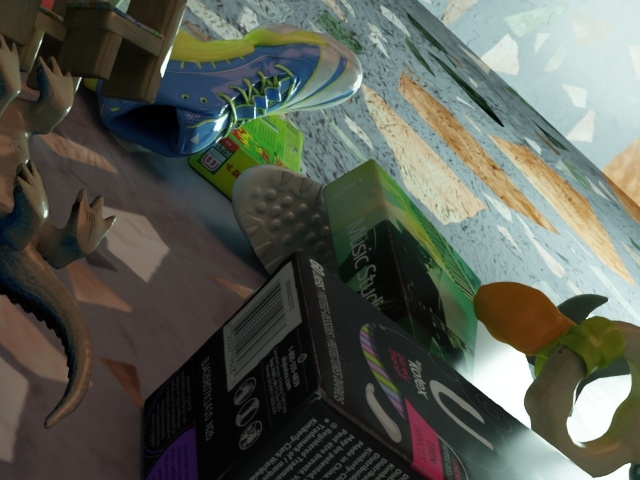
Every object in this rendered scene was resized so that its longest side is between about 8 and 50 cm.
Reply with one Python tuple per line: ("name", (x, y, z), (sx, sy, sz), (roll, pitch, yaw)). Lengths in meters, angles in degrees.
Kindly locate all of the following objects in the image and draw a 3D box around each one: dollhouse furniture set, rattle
("dollhouse furniture set", (-0.218, -0.202, 0.917), (0.242, 0.161, 0.212), (11, -10, 41))
("rattle", (0.210, 0.134, 1.225), (0.143, 0.130, 0.200), (5, -27, 46))

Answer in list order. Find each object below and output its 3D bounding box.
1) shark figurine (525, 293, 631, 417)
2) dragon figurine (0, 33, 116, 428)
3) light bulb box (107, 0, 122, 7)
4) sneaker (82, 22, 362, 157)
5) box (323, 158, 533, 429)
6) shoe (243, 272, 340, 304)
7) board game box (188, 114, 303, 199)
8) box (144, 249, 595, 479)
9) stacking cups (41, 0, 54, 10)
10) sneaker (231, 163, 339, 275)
("shark figurine", (0.290, 0.129, 1.593), (0.166, 0.278, 0.116), (69, 33, -52))
("dragon figurine", (-0.199, -0.016, 0.838), (0.085, 0.144, 0.289), (15, 52, -62))
("light bulb box", (-0.288, -0.409, 1.339), (0.358, 0.225, 0.361), (36, 18, -26))
("sneaker", (-0.078, -0.113, 1.276), (0.240, 0.091, 0.126), (1, 49, -11))
("box", (0.104, 0.112, 1.173), (0.232, 0.058, 0.322), (46, 19, -35))
("shoe", (0.006, 0.072, 1.174), (0.081, 0.063, 0.178), (60, 18, 14))
("board game box", (-0.065, -0.084, 1.405), (0.092, 0.043, 0.181), (40, 17, -13))
("box", (0.044, 0.161, 0.891), (0.270, 0.143, 0.165), (38, 18, -22))
("stacking cups", (-0.295, -0.226, 1.099), (0.316, 0.096, 0.096), (22, 28, -52))
("sneaker", (0.000, 0.000, 1.316), (0.235, 0.090, 0.095), (36, 6, -40))
